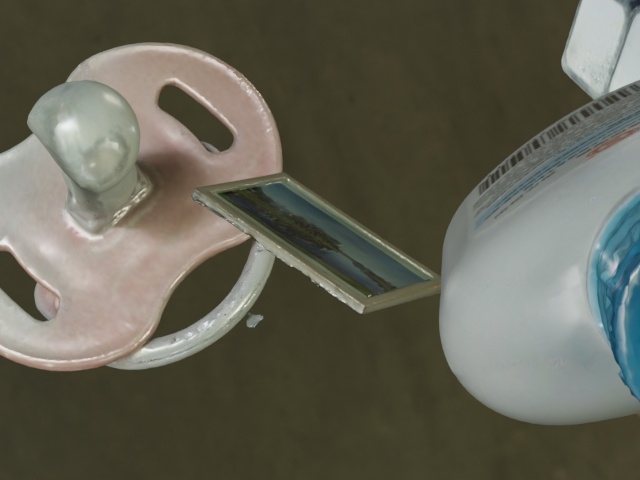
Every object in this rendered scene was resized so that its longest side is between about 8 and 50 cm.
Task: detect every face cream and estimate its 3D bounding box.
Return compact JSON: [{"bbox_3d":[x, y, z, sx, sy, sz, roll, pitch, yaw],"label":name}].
[{"bbox_3d":[0.114,-0.001,0.633,0.080,0.163,0.336,60,7,-5],"label":"face cream"}]

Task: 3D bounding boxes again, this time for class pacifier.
[{"bbox_3d":[-0.186,-0.042,1.670,0.332,0.220,0.273,-44,126,-12],"label":"pacifier"}]

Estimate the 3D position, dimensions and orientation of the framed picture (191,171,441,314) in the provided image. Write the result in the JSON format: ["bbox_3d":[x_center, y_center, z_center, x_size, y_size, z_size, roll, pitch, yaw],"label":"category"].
[{"bbox_3d":[0.000,0.000,1.274,0.149,0.011,0.109,34,24,24],"label":"framed picture"}]

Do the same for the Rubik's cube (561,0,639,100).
[{"bbox_3d":[0.313,-0.142,0.989,0.259,0.256,0.253,5,26,-26],"label":"Rubik's cube"}]

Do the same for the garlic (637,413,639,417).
[{"bbox_3d":[0.182,0.036,0.981,0.159,0.102,0.147,49,0,-27],"label":"garlic"}]
